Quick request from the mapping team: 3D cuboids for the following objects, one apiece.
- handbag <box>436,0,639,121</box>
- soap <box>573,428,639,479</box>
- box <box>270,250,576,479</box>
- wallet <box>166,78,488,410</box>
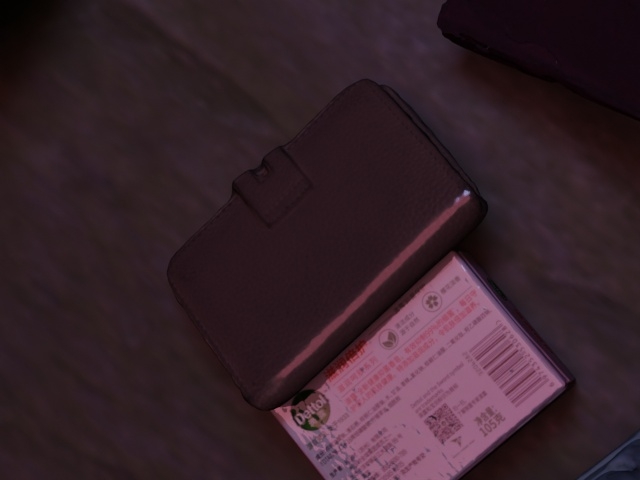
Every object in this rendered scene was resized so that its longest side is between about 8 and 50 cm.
[{"bbox_3d":[0.168,-0.155,0.707,0.216,0.074,0.203,29,105,41],"label":"handbag"},{"bbox_3d":[0.057,0.206,0.688,0.289,0.173,0.095,-42,80,26],"label":"soap"},{"bbox_3d":[0.050,0.076,0.780,0.125,0.043,0.089,-40,78,11],"label":"box"},{"bbox_3d":[0.000,0.000,0.783,0.153,0.039,0.118,-43,54,11],"label":"wallet"}]
